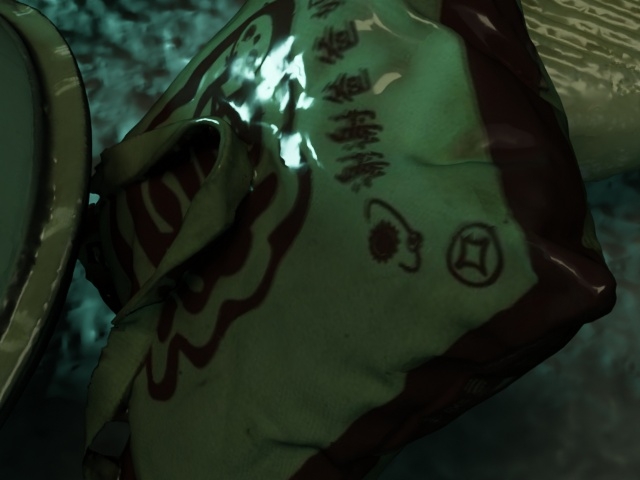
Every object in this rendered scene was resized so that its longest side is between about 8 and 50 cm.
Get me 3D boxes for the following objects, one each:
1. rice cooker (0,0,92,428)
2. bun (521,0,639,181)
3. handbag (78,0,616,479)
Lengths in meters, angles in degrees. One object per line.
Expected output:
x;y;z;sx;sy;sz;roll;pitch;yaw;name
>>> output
-0.229;-0.014;0.534;0.264;0.316;0.317;-43;60;12;rice cooker
0.104;-0.105;0.632;0.183;0.102;0.183;0;77;0;bun
0.000;0.000;0.541;0.127;0.235;0.213;15;46;-32;handbag
